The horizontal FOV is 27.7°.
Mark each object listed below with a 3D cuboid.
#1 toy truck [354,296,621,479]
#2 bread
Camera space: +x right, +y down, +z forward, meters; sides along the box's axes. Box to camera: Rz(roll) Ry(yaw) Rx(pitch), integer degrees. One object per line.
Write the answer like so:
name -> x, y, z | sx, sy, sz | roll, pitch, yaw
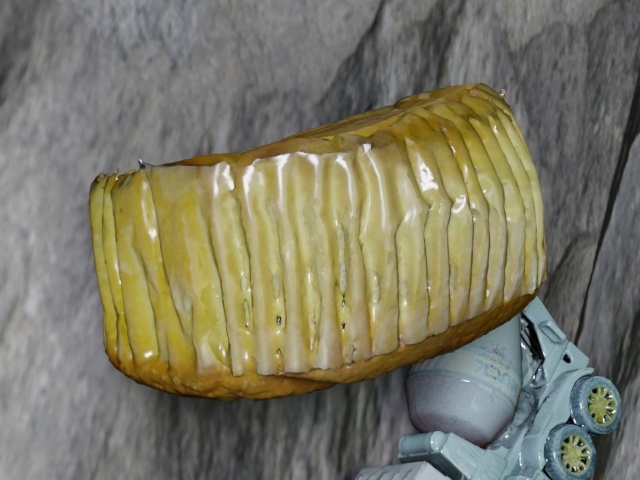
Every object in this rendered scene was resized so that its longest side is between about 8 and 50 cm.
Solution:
toy truck -> 0.101, 0.139, 0.901 | 0.140, 0.108, 0.257 | 46, 58, -16
bread -> 0.000, 0.000, 0.730 | 0.253, 0.227, 0.143 | -22, 106, -46
